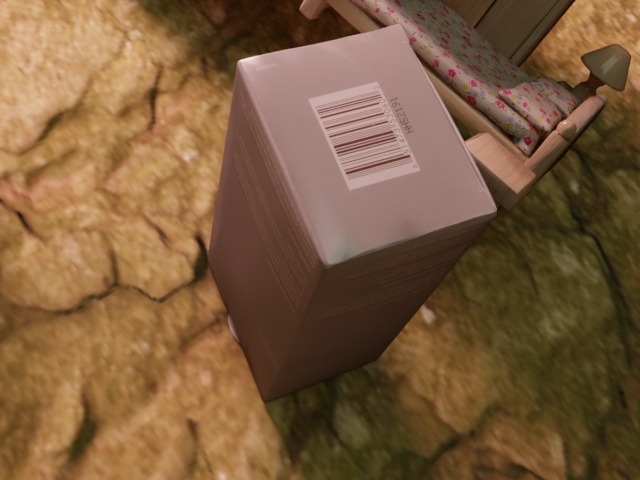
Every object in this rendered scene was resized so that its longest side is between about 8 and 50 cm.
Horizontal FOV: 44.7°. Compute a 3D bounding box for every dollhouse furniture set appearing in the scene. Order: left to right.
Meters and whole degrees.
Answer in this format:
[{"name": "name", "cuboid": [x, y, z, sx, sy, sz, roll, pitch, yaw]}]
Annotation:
[{"name": "dollhouse furniture set", "cuboid": [0.105, -0.211, 0.555, 0.303, 0.174, 0.355, 43, 31, 8]}]

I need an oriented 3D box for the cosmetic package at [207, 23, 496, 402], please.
[{"name": "cosmetic package", "cuboid": [0.000, 0.000, 0.479, 0.107, 0.238, 0.127, -18, 70, -17]}]
